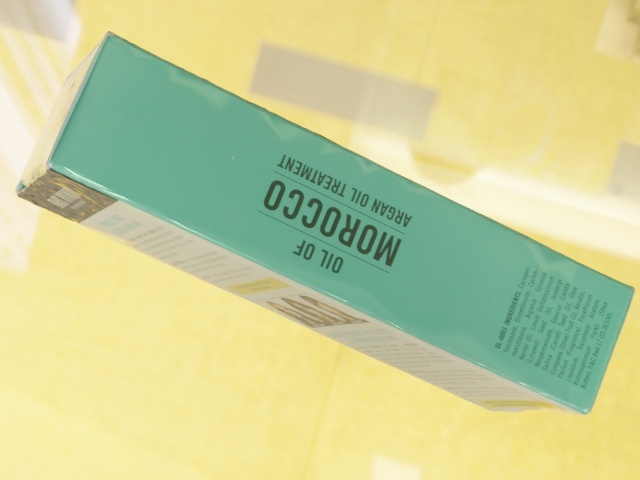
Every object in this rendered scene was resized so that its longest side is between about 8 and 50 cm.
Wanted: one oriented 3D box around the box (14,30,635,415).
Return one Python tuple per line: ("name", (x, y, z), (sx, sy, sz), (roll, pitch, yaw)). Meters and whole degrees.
("box", (0.000, 0.000, 0.694), (0.244, 0.060, 0.100), (25, 168, -14))
